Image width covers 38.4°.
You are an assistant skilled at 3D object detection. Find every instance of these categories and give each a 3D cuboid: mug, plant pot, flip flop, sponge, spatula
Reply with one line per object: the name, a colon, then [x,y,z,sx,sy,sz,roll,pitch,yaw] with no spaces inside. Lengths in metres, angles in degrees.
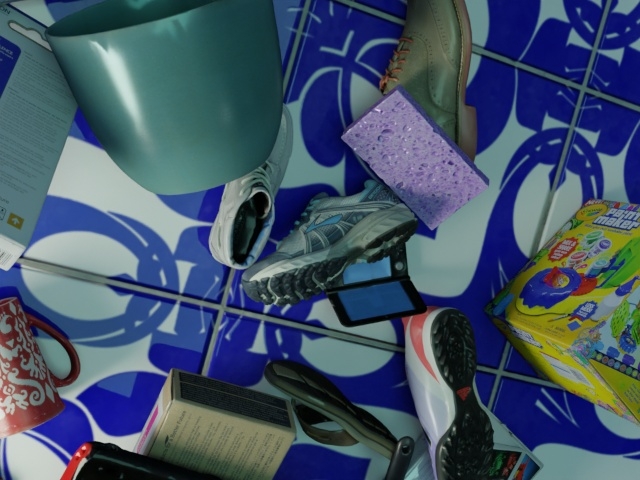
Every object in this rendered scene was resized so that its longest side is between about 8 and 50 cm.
mug: [-0.428,0.167,1.278,0.113,0.150,0.169,-15,99,21]
plant pot: [-0.181,-0.200,1.208,0.293,0.293,0.235,-20,115,-15]
flip flop: [0.019,0.282,1.433,0.277,0.112,0.080,38,98,-24]
sponge: [0.143,-0.122,1.377,0.117,0.031,0.210,-37,108,27]
spatula: [0.098,0.439,1.445,0.084,0.030,0.296,11,103,-10]

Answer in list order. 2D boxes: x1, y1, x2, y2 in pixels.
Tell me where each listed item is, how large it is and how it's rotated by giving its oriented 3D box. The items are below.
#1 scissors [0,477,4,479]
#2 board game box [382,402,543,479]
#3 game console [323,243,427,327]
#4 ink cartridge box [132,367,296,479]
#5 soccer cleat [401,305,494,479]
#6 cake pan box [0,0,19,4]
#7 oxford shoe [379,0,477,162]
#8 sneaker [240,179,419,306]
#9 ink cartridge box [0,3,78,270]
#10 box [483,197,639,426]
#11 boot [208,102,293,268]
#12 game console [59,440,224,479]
scissors: [-0.461,0.375,1.327,0.297,0.021,0.109,40,82,-20]
board game box: [0.208,0.426,1.533,0.305,0.053,0.193,-47,108,-7]
game console: [0.082,0.056,1.424,0.144,0.085,0.124,-9,100,-17]
ink cartridge box: [-0.170,0.320,1.340,0.193,0.088,0.235,20,112,-19]
soccer cleat: [0.195,0.259,1.461,0.108,0.116,0.318,-12,96,-29]
cake pan box: [-0.312,-0.438,1.167,0.267,0.070,0.246,-15,143,-15]
oxford shoe: [0.153,-0.268,1.387,0.130,0.123,0.348,-10,99,-11]
sneaker: [0.000,0.000,1.381,0.283,0.110,0.122,-24,62,-18]
ink cartridge box: [-0.409,-0.150,1.148,0.175,0.069,0.371,30,44,-25]
box: [0.464,0.099,1.447,0.279,0.290,0.177,-45,107,-9]
boot: [-0.087,-0.081,1.329,0.095,0.123,0.258,14,93,-19]
game console: [-0.229,0.467,1.335,0.386,0.060,0.342,23,108,-22]
